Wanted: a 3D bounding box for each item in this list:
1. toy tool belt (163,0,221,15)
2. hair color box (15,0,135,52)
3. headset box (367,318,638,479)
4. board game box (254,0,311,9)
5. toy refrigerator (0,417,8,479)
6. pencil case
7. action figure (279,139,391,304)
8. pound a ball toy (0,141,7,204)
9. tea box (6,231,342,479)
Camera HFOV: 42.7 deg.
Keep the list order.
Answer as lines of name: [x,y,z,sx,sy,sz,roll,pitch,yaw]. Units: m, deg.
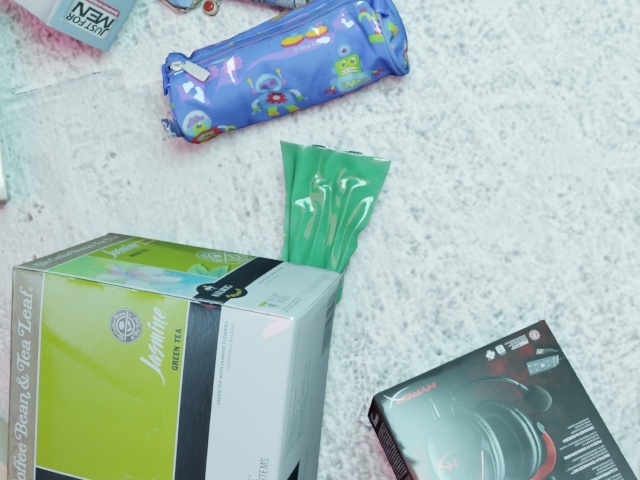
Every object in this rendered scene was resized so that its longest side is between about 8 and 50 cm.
toy tool belt: [-0.173,-0.317,1.048,0.083,0.051,0.052,32,99,9]
hair color box: [-0.268,-0.449,1.013,0.185,0.114,0.374,36,99,25]
headset box: [0.211,0.267,0.883,0.218,0.110,0.293,-22,68,-9]
board game box: [-0.038,-0.388,0.999,0.194,0.060,0.194,14,84,9]
toy refrigerator: [-0.446,0.325,1.117,0.269,0.094,0.102,42,93,7]
pencil case: [-0.048,-0.214,0.986,0.306,0.133,0.119,-17,69,12]
action figure: [0.000,0.000,1.018,0.137,0.063,0.232,12,101,10]
pound a ball toy: [-0.537,-0.197,1.074,0.208,0.136,0.319,-7,91,-23]
tea box: [-0.168,0.187,0.959,0.324,0.220,0.329,10,103,12]
